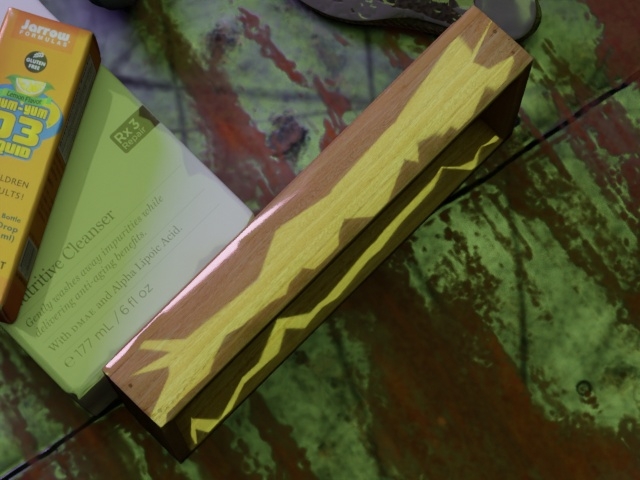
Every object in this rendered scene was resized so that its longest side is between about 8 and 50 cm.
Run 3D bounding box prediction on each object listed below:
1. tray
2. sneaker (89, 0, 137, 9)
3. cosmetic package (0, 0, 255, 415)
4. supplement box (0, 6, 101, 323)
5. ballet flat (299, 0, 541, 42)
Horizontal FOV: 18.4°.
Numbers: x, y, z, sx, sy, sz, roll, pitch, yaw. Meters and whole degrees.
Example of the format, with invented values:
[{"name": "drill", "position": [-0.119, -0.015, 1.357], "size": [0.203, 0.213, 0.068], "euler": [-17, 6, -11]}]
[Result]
[{"name": "tray", "position": [0.000, 0.000, 1.618], "size": [0.411, 0.203, 0.076], "euler": [-44, 80, -9]}, {"name": "sneaker", "position": [-0.262, -0.325, 1.754], "size": [0.131, 0.112, 0.319], "euler": [-27, 72, 9]}, {"name": "cosmetic package", "position": [-0.253, -0.064, 1.656], "size": [0.385, 0.156, 0.217], "euler": [43, 82, 8]}, {"name": "supplement box", "position": [-0.242, -0.059, 1.539], "size": [0.078, 0.080, 0.233], "euler": [16, 77, 2]}, {"name": "ballet flat", "position": [0.075, -0.226, 1.753], "size": [0.250, 0.058, 0.084], "euler": [14, 99, 9]}]
